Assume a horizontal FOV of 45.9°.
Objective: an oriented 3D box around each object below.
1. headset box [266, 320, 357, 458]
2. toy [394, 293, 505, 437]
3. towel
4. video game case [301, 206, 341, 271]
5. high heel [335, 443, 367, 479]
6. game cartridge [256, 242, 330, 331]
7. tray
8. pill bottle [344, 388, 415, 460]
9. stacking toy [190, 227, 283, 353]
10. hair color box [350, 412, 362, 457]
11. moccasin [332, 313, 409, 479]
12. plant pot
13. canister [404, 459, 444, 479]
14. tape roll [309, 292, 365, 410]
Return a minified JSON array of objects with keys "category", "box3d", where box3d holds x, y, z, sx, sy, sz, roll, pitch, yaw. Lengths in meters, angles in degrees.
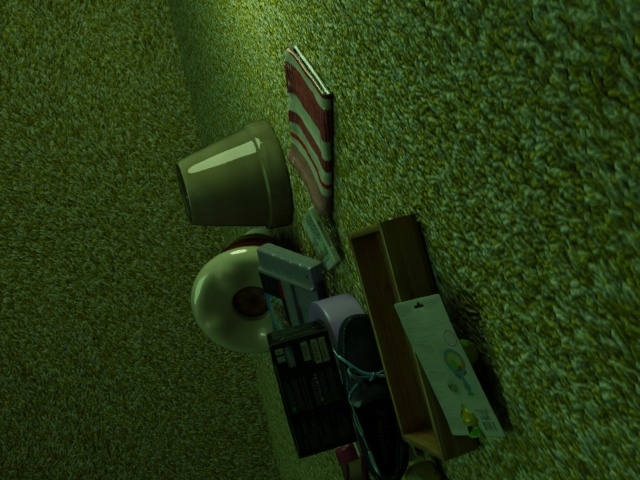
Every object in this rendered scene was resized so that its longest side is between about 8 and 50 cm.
[{"category":"headset box","box3d":[-0.027,0.317,1.678,0.283,0.131,0.246,166,89,-85]},{"category":"toy","box3d":[0.214,0.194,1.197,0.137,0.056,0.237,-25,87,62]},{"category":"towel","box3d":[-0.027,-0.248,1.726,0.237,0.037,0.329,-120,21,-43]},{"category":"video game case","box3d":[0.000,0.000,1.835,0.143,0.019,0.157,63,169,6]},{"category":"high heel","box3d":[0.091,0.628,2.039,0.244,0.082,0.117,90,167,-55]},{"category":"game cartridge","box3d":[-0.056,0.191,2.017,0.230,0.068,0.354,14,127,42]},{"category":"tray","box3d":[0.160,0.167,1.357,0.203,0.076,0.410,161,93,-75]},{"category":"pill bottle","box3d":[0.130,0.386,1.605,0.112,0.112,0.186,109,144,-66]},{"category":"stacking toy","box3d":[-0.209,0.088,2.337,0.480,0.351,0.350,-99,2,-63]},{"category":"hair color box","box3d":[0.093,0.457,1.935,0.093,0.053,0.167,94,155,-50]},{"category":"moccasin","box3d":[0.120,0.309,1.498,0.117,0.138,0.341,88,166,-80]},{"category":"plant pot","box3d":[-0.262,-0.170,2.205,0.323,0.281,0.323,166,90,-75]},{"category":"canister","box3d":[0.226,0.529,1.464,0.170,0.073,0.126,-121,22,-51]},{"category":"tape roll","box3d":[0.059,0.268,1.806,0.275,0.090,0.274,166,90,-76]}]
